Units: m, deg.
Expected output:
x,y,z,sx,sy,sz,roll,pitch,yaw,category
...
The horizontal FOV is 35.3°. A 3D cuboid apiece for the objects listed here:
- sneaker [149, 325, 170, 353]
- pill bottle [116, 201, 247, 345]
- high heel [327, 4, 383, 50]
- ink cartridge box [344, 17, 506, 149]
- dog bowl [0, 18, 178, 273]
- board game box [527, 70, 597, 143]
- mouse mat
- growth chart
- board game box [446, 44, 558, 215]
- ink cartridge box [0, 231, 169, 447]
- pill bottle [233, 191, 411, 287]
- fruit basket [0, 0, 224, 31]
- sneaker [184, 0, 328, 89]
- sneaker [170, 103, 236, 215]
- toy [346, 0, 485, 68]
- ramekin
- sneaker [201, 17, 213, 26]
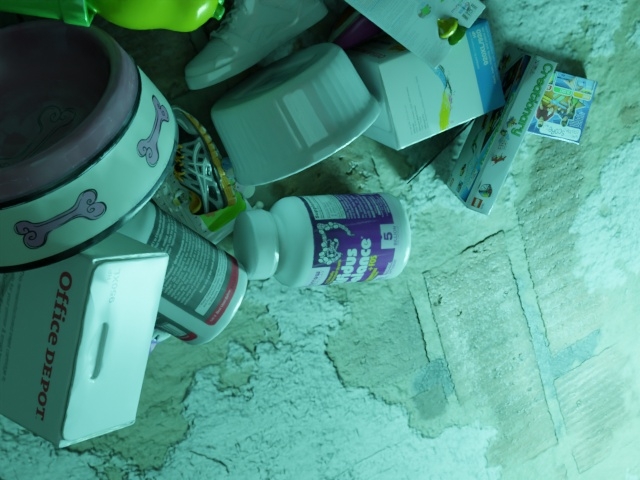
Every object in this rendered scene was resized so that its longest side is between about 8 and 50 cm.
x,y,z,sx,sy,sz,roll,pitch,yaw,category
-0.384,0.156,1.766,0.236,0.095,0.104,25,103,-31,sneaker
-0.296,0.035,1.714,0.319,0.176,0.176,36,90,-31,pill bottle
0.187,-0.418,1.814,0.377,0.127,0.181,-42,109,-11,high heel
0.181,-0.294,1.833,0.233,0.171,0.168,-24,114,-17,ink cartridge box
-0.418,-0.156,1.430,0.408,0.408,0.150,-32,139,-13,dog bowl
0.461,-0.280,2.050,0.201,0.035,0.136,9,103,-27,board game box
0.241,-0.181,1.922,0.007,0.152,0.189,45,84,1,mouse mat
-0.221,-0.093,1.798,0.172,0.021,0.237,-45,120,-7,growth chart
0.338,-0.213,1.908,0.053,0.193,0.305,21,103,-10,board game box
-0.448,0.097,1.526,0.166,0.395,0.285,-7,114,-57,ink cartridge box
0.000,0.000,1.848,0.302,0.169,0.169,-4,109,-24,pill bottle
-0.320,-0.430,1.436,0.392,0.392,0.282,-13,112,-21,fruit basket
-0.137,-0.389,1.690,0.292,0.108,0.169,-39,122,-21,sneaker
-0.218,-0.133,1.727,0.083,0.084,0.214,-29,118,-11,sneaker
0.145,-0.408,1.676,0.237,0.056,0.137,33,106,-25,toy
-0.051,-0.220,1.696,0.277,0.277,0.135,-34,110,-12,ramekin
-0.213,-0.426,1.674,0.053,0.059,0.144,-51,143,-38,sneaker
